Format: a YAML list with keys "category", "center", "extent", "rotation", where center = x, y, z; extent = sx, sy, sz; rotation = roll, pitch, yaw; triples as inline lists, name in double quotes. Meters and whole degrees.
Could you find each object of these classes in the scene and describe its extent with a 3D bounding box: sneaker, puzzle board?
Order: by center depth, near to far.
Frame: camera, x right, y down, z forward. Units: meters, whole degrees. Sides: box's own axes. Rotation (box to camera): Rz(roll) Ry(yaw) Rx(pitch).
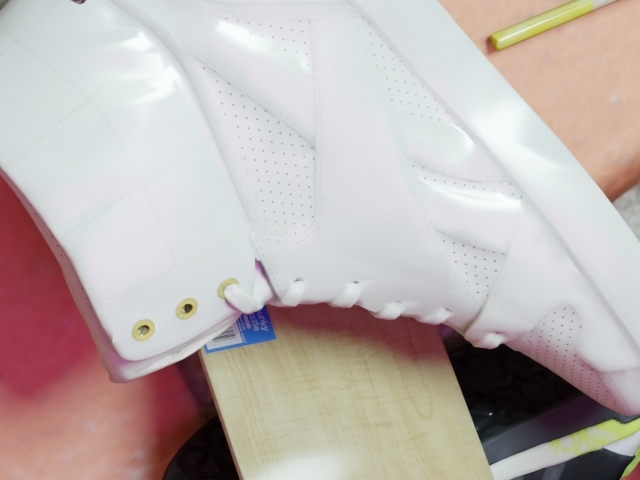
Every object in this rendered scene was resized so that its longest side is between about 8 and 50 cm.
- category: "sneaker"
  center: [0.000, 0.000, 0.667]
  extent: [0.169, 0.108, 0.292]
  rotation: [-46, 113, -1]
- category: "puzzle board"
  center: [0.001, 0.044, 0.702]
  extent: [0.096, 0.128, 0.011]
  rotation: [-11, 161, -26]
- category: "sneaker"
  center: [0.047, 0.106, 0.773]
  extent: [0.235, 0.084, 0.097]
  rotation: [-13, 122, -27]

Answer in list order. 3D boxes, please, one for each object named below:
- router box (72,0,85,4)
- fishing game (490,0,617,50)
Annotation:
- category: "router box"
  center: [-0.154, -0.249, 0.414]
  extent: [0.335, 0.082, 0.301]
  rotation: [18, 105, -26]
- category: "fishing game"
  center: [0.106, -0.187, 0.666]
  extent: [0.189, 0.041, 0.264]
  rotation: [-21, 132, -19]
